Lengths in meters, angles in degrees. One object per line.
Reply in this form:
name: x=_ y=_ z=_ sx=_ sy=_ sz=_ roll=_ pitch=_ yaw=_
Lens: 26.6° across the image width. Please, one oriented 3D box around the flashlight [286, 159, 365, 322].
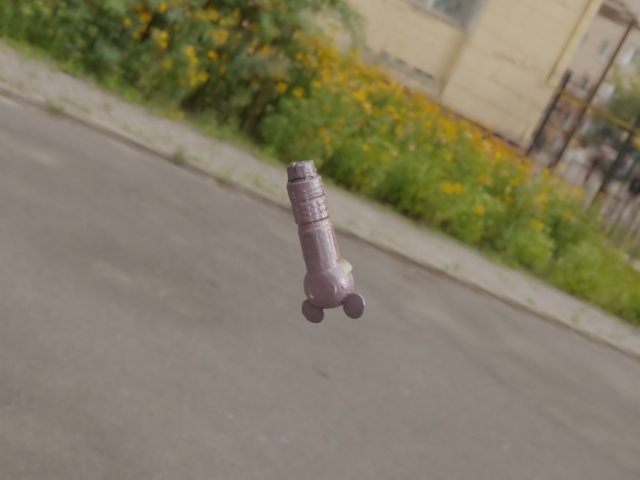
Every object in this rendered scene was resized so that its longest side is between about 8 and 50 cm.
flashlight: x=0.000 y=0.000 z=0.906 sx=0.052 sy=0.110 sz=0.031 roll=-9 pitch=8 yaw=35
